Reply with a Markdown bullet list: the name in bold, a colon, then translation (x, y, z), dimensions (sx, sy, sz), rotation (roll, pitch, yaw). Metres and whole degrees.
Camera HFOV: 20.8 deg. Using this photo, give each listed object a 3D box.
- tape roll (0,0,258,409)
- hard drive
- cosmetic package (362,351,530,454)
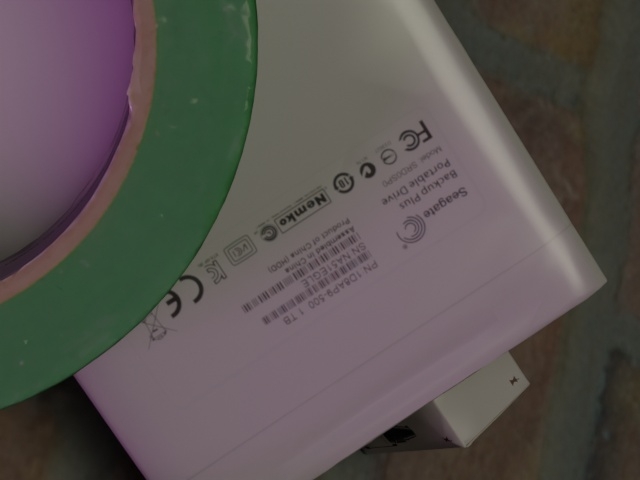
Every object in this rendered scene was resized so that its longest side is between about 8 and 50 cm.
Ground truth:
- **tape roll**: translation (-0.187, -0.083, 0.722), dimensions (0.321, 0.077, 0.321), rotation (-1, 98, -6)
- **hard drive**: translation (-0.058, -0.065, 0.802), dimensions (0.233, 0.047, 0.353), rotation (-33, 100, 0)
- **cosmetic package**: translation (0.000, 0.000, 0.899), dimensions (0.060, 0.099, 0.239), rotation (-41, 102, -31)
